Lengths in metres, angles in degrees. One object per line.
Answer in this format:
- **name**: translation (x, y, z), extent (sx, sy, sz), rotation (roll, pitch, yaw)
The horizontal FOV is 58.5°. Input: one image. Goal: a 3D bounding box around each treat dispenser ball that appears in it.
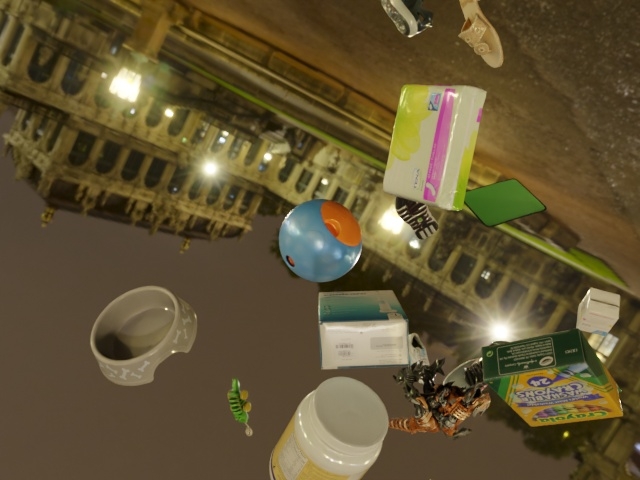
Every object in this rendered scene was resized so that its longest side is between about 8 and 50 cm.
- **treat dispenser ball**: translation (0.000, 0.000, 1.973), extent (0.288, 0.288, 0.288), rotation (27, -172, -4)

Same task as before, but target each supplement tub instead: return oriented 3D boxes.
- **supplement tub**: translation (0.020, 0.542, 1.514), extent (0.241, 0.331, 0.241), rotation (16, -144, -13)

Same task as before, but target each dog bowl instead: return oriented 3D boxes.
- **dog bowl**: translation (-0.587, 0.297, 1.873), extent (0.349, 0.349, 0.102), rotation (34, 154, 39)

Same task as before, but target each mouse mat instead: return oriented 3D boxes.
- **mouse mat**: translation (0.485, -0.104, 1.529), extent (0.190, 0.007, 0.152), rotation (-15, -135, -14)

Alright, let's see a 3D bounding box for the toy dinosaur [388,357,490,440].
- **toy dinosaur**: translation (0.300, 0.447, 1.564), extent (0.164, 0.322, 0.218), rotation (34, -147, -62)

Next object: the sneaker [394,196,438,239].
- **sneaker**: translation (0.276, -0.130, 1.819), extent (0.281, 0.107, 0.162), rotation (56, -173, -50)

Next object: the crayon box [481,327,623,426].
- **crayon box**: translation (0.508, 0.314, 1.226), extent (0.323, 0.203, 0.083), rotation (42, -139, -38)

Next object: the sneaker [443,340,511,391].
- **sneaker**: translation (0.511, 0.397, 1.750), extent (0.123, 0.296, 0.178), rotation (67, -173, 26)

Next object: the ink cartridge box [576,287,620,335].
- **ink cartridge box**: translation (0.881, 0.222, 1.807), extent (0.092, 0.089, 0.143), rotation (15, 146, 14)

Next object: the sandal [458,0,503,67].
- **sandal**: translation (0.381, -0.543, 1.455), extent (0.239, 0.079, 0.088), rotation (70, 163, -3)

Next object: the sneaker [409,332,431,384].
- **sneaker**: translation (0.348, 0.414, 2.010), extent (0.072, 0.083, 0.190), rotation (-14, -114, -22)

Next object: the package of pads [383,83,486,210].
- **package of pads**: translation (0.276, -0.241, 1.442), extent (0.101, 0.296, 0.229), rotation (3, -168, -34)

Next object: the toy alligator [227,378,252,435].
- **toy alligator**: translation (-0.241, 0.506, 1.697), extent (0.056, 0.189, 0.051), rotation (-8, -170, 26)

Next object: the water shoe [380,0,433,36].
- **water shoe**: translation (0.198, -0.556, 1.334), extent (0.073, 0.080, 0.203), rotation (83, 167, -64)

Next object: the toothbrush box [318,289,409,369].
- **toothbrush box**: translation (0.103, 0.224, 1.495), extent (0.217, 0.126, 0.295), rotation (-2, -170, -1)
